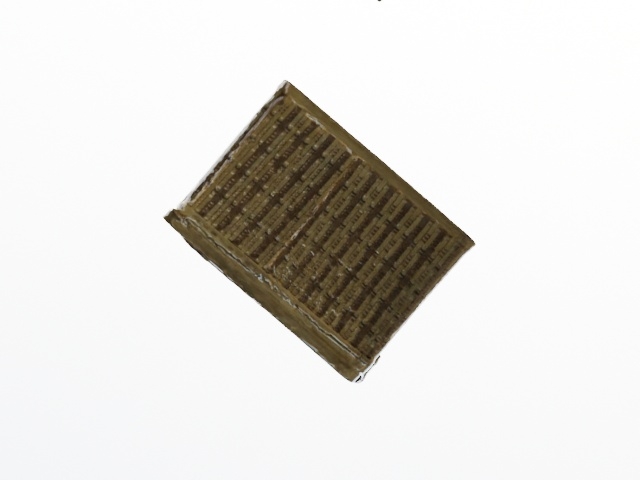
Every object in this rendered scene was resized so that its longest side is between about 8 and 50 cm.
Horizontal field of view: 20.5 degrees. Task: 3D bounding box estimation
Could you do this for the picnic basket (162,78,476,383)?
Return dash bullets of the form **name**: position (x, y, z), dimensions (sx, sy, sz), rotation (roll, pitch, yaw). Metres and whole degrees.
- **picnic basket**: position (0.000, 0.000, 1.609), dimensions (0.228, 0.175, 0.313), rotation (41, -179, 1)
